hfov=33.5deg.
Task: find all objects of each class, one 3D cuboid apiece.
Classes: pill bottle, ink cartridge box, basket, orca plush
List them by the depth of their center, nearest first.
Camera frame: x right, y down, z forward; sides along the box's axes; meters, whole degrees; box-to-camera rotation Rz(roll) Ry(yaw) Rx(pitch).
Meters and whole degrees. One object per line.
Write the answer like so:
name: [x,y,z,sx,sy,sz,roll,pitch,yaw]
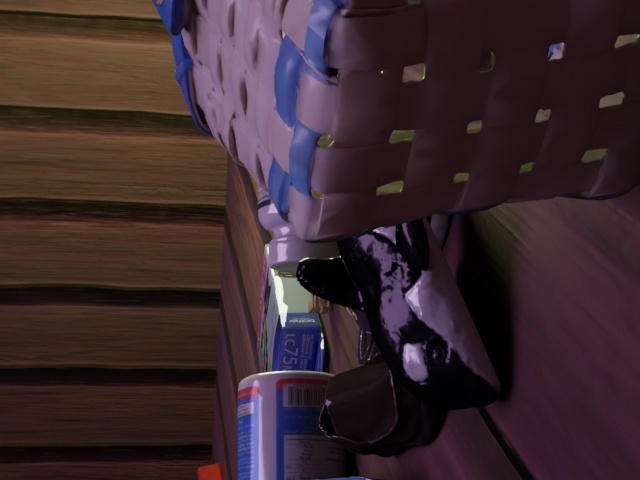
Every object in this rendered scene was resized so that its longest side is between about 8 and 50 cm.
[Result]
basket: [0.027,-0.141,0.534,0.201,0.255,0.289,99,157,-47]
orca plush: [0.022,-0.006,0.741,0.151,0.102,0.287,29,-143,-82]
pill bottle: [-0.031,0.264,1.182,0.124,0.124,0.221,118,153,-69]
pill bottle: [-0.017,-0.058,1.205,0.108,0.108,0.180,131,139,-75]
ink cartridge box: [-0.045,0.150,1.481,0.311,0.065,0.185,-112,25,-63]

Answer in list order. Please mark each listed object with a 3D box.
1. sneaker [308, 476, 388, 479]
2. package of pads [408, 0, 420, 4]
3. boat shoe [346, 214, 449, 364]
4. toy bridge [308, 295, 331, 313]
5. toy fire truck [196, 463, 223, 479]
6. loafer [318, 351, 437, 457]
sneaker: [0.029,0.263,0.957,0.232,0.081,0.090,127,151,-71]
package of pads: [0.062,-0.289,0.806,0.229,0.101,0.296,-153,66,-78]
boat shoe: [0.051,0.028,0.902,0.081,0.069,0.227,-99,14,-46]
toy bridge: [0.000,0.000,1.334,0.063,0.026,0.188,121,149,-68]
toy fire truck: [-0.137,0.489,1.502,0.302,0.169,0.253,-117,19,-72]
loafer: [0.043,0.142,0.899,0.220,0.078,0.080,110,159,-62]
